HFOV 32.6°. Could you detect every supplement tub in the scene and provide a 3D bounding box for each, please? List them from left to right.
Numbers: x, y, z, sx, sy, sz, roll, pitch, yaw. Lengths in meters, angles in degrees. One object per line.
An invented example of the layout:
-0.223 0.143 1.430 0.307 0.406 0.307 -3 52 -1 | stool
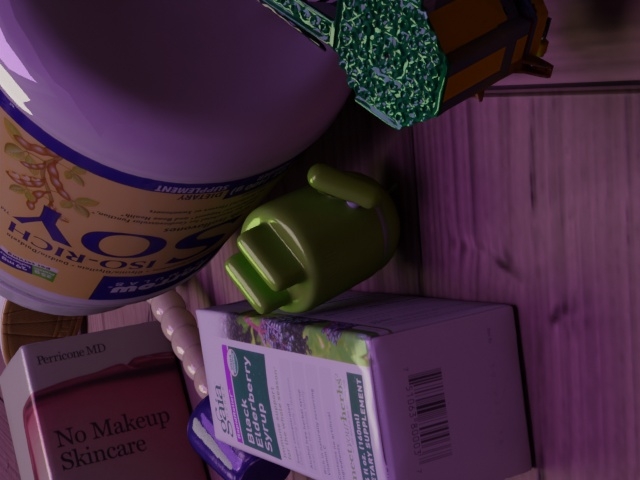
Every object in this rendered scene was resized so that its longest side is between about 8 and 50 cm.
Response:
-0.138 -0.094 0.734 0.331 0.241 0.241 -43 60 58 | supplement tub

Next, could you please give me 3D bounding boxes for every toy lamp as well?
-0.103 0.097 0.902 0.275 0.080 0.080 49 139 44 | toy lamp

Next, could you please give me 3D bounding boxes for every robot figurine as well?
0.000 0.000 0.643 0.067 0.115 0.101 49 141 17 | robot figurine

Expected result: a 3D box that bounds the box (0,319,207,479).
-0.204 0.211 1.054 0.127 0.148 0.232 -40 64 58 | box

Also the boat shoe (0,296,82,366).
-0.342 0.029 1.320 0.096 0.098 0.277 30 115 56 | boat shoe

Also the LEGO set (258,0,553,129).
0.027 -0.222 0.482 0.331 0.192 0.255 32 138 34 | LEGO set

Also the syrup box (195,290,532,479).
0.014 0.085 0.660 0.237 0.096 0.093 0 99 61 | syrup box
